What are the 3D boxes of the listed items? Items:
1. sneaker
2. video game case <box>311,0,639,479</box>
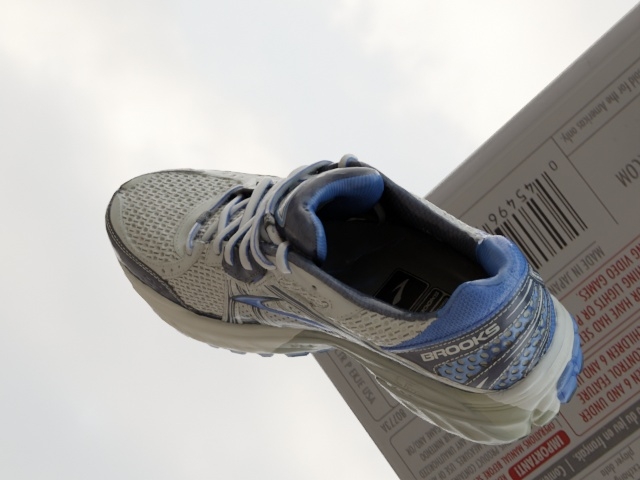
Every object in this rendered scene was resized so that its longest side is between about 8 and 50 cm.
[{"bbox_3d":[0.000,0.000,0.431,0.135,0.052,0.058,16,-29,29],"label":"sneaker"},{"bbox_3d":[0.182,0.050,0.553,0.329,0.036,0.300,-43,-104,30],"label":"video game case"}]
